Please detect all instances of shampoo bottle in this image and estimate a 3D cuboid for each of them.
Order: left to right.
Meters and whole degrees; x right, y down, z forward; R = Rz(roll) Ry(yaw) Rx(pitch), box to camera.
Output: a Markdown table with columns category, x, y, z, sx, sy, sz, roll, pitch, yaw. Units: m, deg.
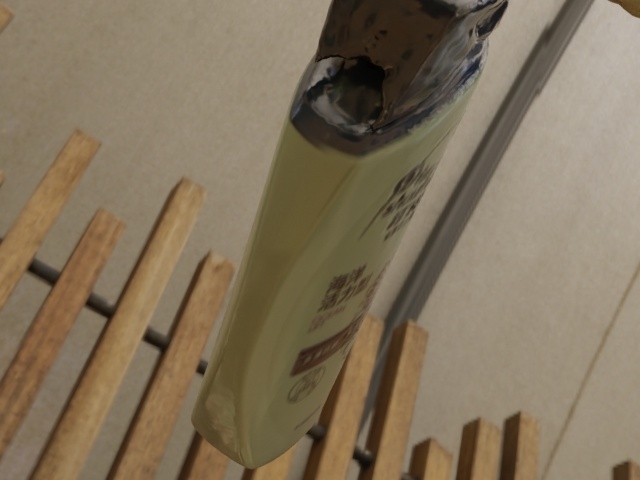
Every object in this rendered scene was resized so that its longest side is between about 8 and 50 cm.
| category | x | y | z | sx | sy | sz | roll | pitch | yaw |
| --- | --- | --- | --- | --- | --- | --- | --- | --- | --- |
| shampoo bottle | 0.000 | 0.000 | 0.530 | 0.078 | 0.134 | 0.359 | 35 | -47 | 15 |

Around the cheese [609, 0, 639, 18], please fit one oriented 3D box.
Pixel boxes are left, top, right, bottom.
| category | x | y | z | sx | sy | sz | roll | pitch | yaw |
| --- | --- | --- | --- | --- | --- | --- | --- | --- | --- |
| cheese | 0.355 | -0.337 | 1.037 | 0.159 | 0.263 | 0.093 | -9 | -37 | -34 |
